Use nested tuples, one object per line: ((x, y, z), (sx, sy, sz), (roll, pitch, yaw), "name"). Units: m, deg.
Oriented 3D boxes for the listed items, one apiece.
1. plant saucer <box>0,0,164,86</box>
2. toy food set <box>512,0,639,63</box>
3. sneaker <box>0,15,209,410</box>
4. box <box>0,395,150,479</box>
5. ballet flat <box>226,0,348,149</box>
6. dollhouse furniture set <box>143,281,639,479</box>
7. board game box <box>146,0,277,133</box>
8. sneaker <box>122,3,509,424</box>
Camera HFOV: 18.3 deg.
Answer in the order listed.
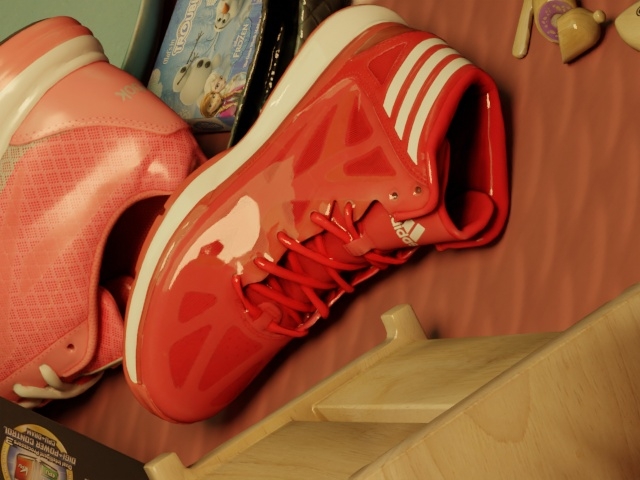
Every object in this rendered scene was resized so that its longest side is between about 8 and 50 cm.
((-0.196, -0.094, 1.216), (0.317, 0.044, 0.317), (-28, 48, 36), "plant saucer")
((0.131, -0.117, 0.877), (0.122, 0.019, 0.078), (-6, 62, 47), "toy food set")
((-0.161, 0.047, 1.030), (0.136, 0.116, 0.314), (33, 111, 16), "sneaker")
((-0.237, 0.122, 0.937), (0.216, 0.270, 0.060), (-25, 48, 37), "box")
((-0.030, -0.069, 1.004), (0.057, 0.049, 0.173), (-6, 62, 48), "ballet flat")
((0.013, 0.145, 0.797), (0.355, 0.174, 0.303), (-31, 9, -23), "dollhouse furniture set")
((-0.055, -0.102, 1.078), (0.090, 0.020, 0.090), (-2, 66, 50), "board game box")
((0.000, 0.000, 0.899), (0.128, 0.087, 0.221), (31, 92, 54), "sneaker")
